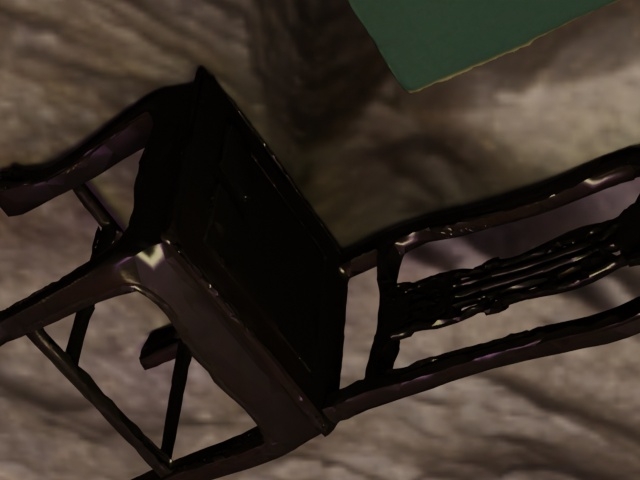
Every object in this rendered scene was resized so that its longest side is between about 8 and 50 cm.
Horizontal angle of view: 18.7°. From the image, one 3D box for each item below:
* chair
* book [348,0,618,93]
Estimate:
[{"bbox_3d":[0.000,0.000,0.668,0.229,0.106,0.113,-25,121,20],"label":"chair"},{"bbox_3d":[0.051,-0.235,0.536,0.264,0.031,0.379,-21,121,20],"label":"book"}]
